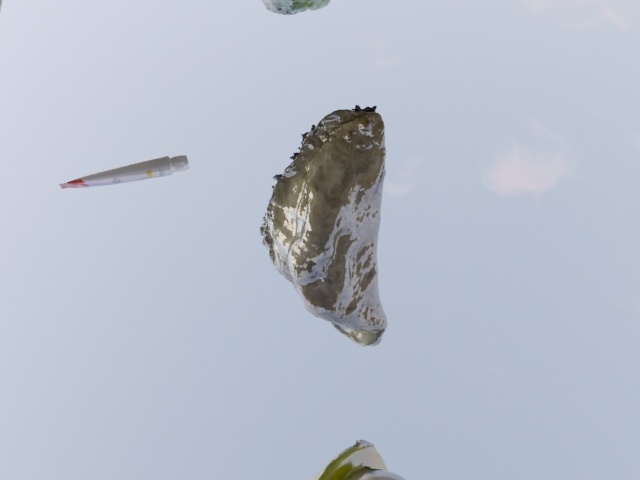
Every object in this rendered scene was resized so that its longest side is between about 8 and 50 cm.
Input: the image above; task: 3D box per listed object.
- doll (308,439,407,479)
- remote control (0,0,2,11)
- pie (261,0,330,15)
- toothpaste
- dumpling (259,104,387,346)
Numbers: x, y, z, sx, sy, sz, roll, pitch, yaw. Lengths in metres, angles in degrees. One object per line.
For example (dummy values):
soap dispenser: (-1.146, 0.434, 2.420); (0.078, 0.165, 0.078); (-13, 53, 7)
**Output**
doll: (0.068, 0.192, 0.461); (0.241, 0.099, 0.135); (17, -148, 38)
remote control: (-0.333, -0.157, 0.551); (0.221, 0.042, 0.078); (-22, -87, -32)
pie: (-0.056, -0.314, 0.665); (0.078, 0.277, 0.277); (-22, -127, -1)
toothpaste: (-0.292, -0.099, 1.201); (0.190, 0.048, 0.031); (-13, -89, -14)
dumpling: (0.003, 0.001, 1.004); (0.166, 0.332, 0.086); (-3, -156, 2)
